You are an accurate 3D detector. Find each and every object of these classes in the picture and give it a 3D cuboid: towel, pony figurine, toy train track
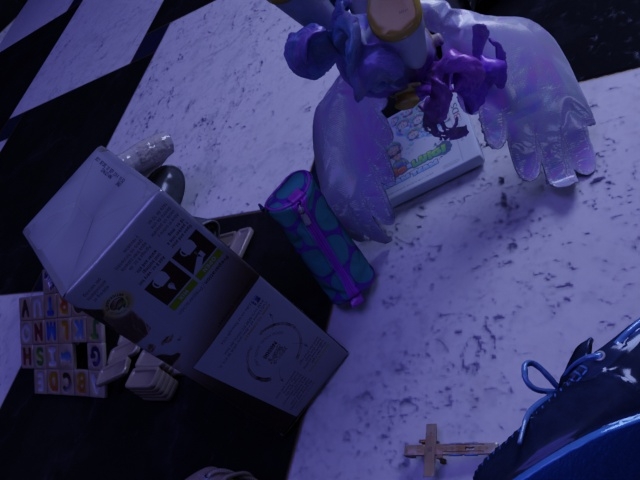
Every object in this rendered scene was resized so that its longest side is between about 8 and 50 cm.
[{"bbox_3d":[-0.361,-0.092,1.035,0.187,0.049,0.282,-39,11,-27],"label":"towel"},{"bbox_3d":[0.079,-0.193,0.600,0.302,0.363,0.351,-16,82,21],"label":"pony figurine"},{"bbox_3d":[0.114,0.184,0.534,0.083,0.014,0.048,-12,45,28],"label":"toy train track"}]

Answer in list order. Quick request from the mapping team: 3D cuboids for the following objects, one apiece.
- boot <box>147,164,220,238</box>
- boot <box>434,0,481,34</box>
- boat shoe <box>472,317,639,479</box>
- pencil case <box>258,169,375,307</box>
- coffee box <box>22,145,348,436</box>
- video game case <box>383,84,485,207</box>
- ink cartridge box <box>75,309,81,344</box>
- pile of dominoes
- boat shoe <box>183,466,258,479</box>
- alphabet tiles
[{"bbox_3d":[-0.221,-0.032,0.935,0.208,0.076,0.190,3,70,55],"label":"boot"},{"bbox_3d":[0.242,-0.375,0.798,0.229,0.091,0.263,-18,47,32],"label":"boot"},{"bbox_3d":[0.219,0.116,0.446,0.258,0.109,0.089,-30,34,-3],"label":"boat shoe"},{"bbox_3d":[0.000,0.000,0.669,0.064,0.152,0.070,-34,27,3],"label":"pencil case"},{"bbox_3d":[-0.126,0.057,0.624,0.119,0.297,0.168,-50,39,-8],"label":"coffee box"},{"bbox_3d":[0.114,-0.113,0.760,0.157,0.019,0.143,-26,45,24],"label":"video game case"},{"bbox_3d":[-0.370,0.066,0.982,0.104,0.060,0.180,15,99,46],"label":"ink cartridge box"},{"bbox_3d":[-0.197,0.103,0.868,0.196,0.040,0.251,-12,44,37],"label":"pile of dominoes"},{"bbox_3d":[-0.100,0.270,0.575,0.324,0.123,0.116,-20,46,27],"label":"boat shoe"},{"bbox_3d":[-0.406,0.140,0.953,0.237,0.009,0.198,-8,84,37],"label":"alphabet tiles"}]
